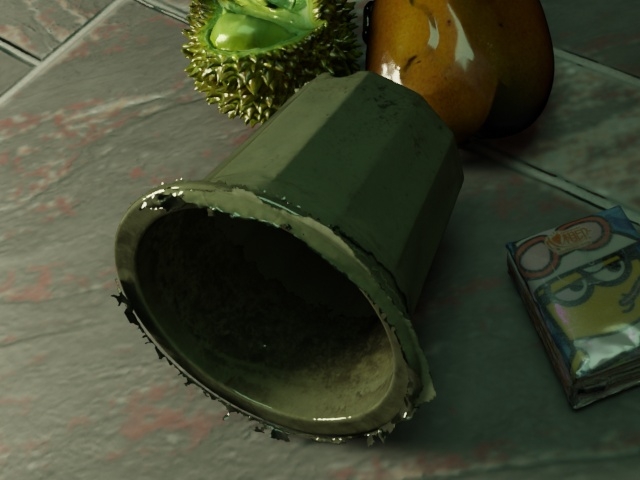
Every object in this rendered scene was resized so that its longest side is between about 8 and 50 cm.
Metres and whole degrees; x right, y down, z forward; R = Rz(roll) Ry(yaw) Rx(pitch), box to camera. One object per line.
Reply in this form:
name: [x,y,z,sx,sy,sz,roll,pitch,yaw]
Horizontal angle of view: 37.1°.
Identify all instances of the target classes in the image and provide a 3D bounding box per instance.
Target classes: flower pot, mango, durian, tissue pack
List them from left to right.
durian: [-0.057,-0.229,1.055,0.200,0.176,0.237,-8,57,-3]
flower pot: [0.000,0.000,0.834,0.290,0.290,0.259,13,44,22]
mango: [0.146,-0.219,1.012,0.201,0.152,0.287,6,61,-22]
tissue pack: [0.243,0.054,0.836,0.115,0.065,0.155,-19,52,-1]
